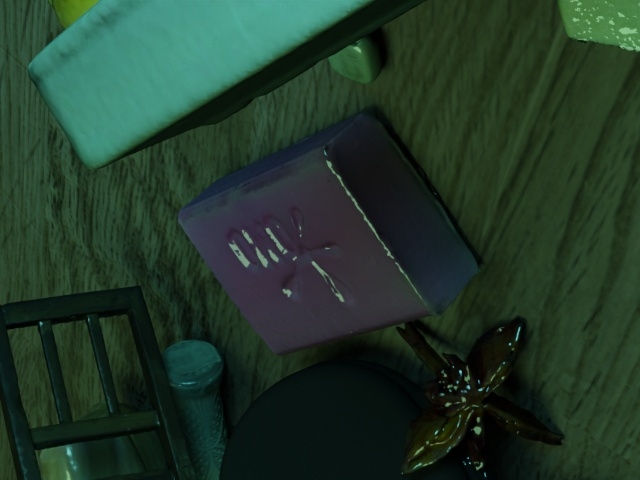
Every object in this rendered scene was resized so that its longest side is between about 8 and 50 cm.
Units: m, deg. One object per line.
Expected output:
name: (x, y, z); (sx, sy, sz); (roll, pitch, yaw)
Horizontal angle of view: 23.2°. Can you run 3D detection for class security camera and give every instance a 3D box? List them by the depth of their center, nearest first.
security camera: (0.024, -0.172, 1.279); (0.058, 0.058, 0.092); (26, 151, 27)

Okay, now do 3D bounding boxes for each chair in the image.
chair: (-0.248, 0.294, 1.651); (0.240, 0.203, 0.416); (119, 139, -53)

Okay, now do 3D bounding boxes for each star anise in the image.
star anise: (0.124, 0.132, 1.439); (0.144, 0.158, 0.140); (-133, 27, -66)

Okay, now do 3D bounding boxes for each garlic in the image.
garlic: (-0.236, 0.305, 1.839); (0.110, 0.217, 0.227); (-1, 102, 16)

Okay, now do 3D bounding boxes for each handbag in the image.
handbag: (0.039, 0.258, 1.495); (0.308, 0.254, 0.093); (52, -171, 31)

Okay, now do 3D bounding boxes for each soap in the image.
soap: (-0.001, 0.001, 1.427); (0.259, 0.081, 0.181); (-19, 109, 52)

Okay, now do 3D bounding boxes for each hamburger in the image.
hamburger: (0.224, -0.175, 1.068); (0.121, 0.054, 0.084); (21, 132, 27)

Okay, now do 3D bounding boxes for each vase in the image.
vase: (-0.141, 0.215, 1.761); (0.096, 0.096, 0.219); (24, 135, 28)

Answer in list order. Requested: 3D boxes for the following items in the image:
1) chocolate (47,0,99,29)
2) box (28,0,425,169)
chocolate: (-0.139, -0.353, 1.195); (0.162, 0.162, 0.445); (29, 137, 23)
box: (0.053, -0.206, 0.917); (0.396, 0.396, 0.111); (-24, 101, 53)
